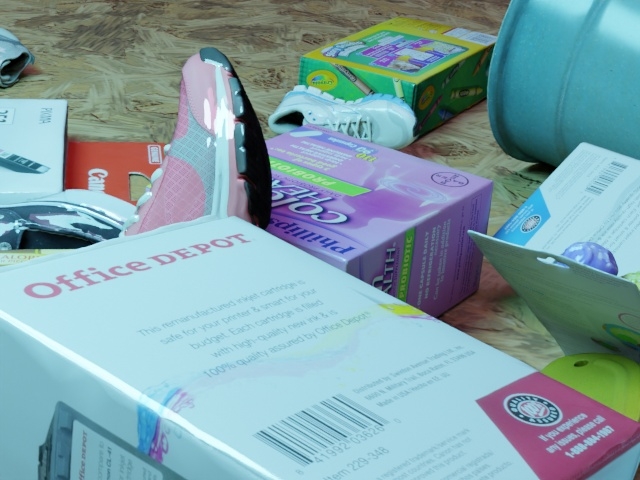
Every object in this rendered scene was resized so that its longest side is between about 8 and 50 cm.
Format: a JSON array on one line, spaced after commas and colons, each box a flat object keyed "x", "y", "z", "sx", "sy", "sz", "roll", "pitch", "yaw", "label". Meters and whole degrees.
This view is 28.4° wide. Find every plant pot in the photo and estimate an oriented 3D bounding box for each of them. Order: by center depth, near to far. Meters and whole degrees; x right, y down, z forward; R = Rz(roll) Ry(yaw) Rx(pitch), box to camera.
[{"x": 0.417, "y": -0.167, "z": 1.364, "sx": 0.341, "sy": 0.341, "sz": 0.334, "roll": -20, "pitch": 42, "yaw": -42, "label": "plant pot"}]

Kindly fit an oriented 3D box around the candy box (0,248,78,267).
[{"x": -0.273, "y": 0.109, "z": 0.883, "sx": 0.183, "sy": 0.087, "sz": 0.316, "roll": 0, "pitch": 26, "yaw": -3, "label": "candy box"}]

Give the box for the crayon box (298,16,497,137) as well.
[{"x": 0.110, "y": -0.220, "z": 1.673, "sx": 0.165, "sy": 0.081, "sz": 0.278, "roll": 17, "pitch": 28, "yaw": 26, "label": "crayon box"}]

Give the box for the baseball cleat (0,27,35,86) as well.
[{"x": -0.464, "y": -0.231, "z": 1.614, "sx": 0.206, "sy": 0.072, "sz": 0.109, "roll": -21, "pitch": 42, "yaw": -37, "label": "baseball cleat"}]

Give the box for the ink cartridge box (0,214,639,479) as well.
[{"x": -0.018, "y": 0.112, "z": 0.678, "sx": 0.306, "sy": 0.131, "sz": 0.226, "roll": 25, "pitch": 25, "yaw": 33, "label": "ink cartridge box"}]

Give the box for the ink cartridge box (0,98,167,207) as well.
[{"x": -0.276, "y": -0.080, "z": 1.333, "sx": 0.239, "sy": 0.060, "sz": 0.275, "roll": -1, "pitch": 25, "yaw": -9, "label": "ink cartridge box"}]

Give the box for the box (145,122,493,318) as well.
[{"x": 0.000, "y": 0.000, "z": 1.137, "sx": 0.214, "sy": 0.117, "sz": 0.243, "roll": 20, "pitch": 30, "yaw": 31, "label": "box"}]

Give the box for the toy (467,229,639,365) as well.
[{"x": 0.220, "y": 0.048, "z": 0.965, "sx": 0.137, "sy": 0.237, "sz": 0.056, "roll": 18, "pitch": 70, "yaw": 37, "label": "toy"}]

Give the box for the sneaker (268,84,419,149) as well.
[{"x": 0.024, "y": -0.134, "z": 1.504, "sx": 0.191, "sy": 0.071, "sz": 0.083, "roll": 8, "pitch": 30, "yaw": 28, "label": "sneaker"}]

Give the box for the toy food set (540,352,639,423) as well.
[{"x": 0.173, "y": 0.157, "z": 0.902, "sx": 0.128, "sy": 0.071, "sz": 0.218, "roll": -12, "pitch": 16, "yaw": 23, "label": "toy food set"}]

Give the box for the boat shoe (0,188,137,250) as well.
[{"x": -0.280, "y": 0.016, "z": 1.070, "sx": 0.301, "sy": 0.108, "sz": 0.102, "roll": 7, "pitch": 25, "yaw": 11, "label": "boat shoe"}]

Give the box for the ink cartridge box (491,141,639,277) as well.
[{"x": 0.269, "y": 0.004, "z": 1.125, "sx": 0.139, "sy": 0.082, "sz": 0.191, "roll": -45, "pitch": 37, "yaw": -12, "label": "ink cartridge box"}]

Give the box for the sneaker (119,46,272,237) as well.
[{"x": -0.109, "y": 0.000, "z": 0.954, "sx": 0.136, "sy": 0.313, "sz": 0.116, "roll": -4, "pitch": -16, "yaw": 6, "label": "sneaker"}]
